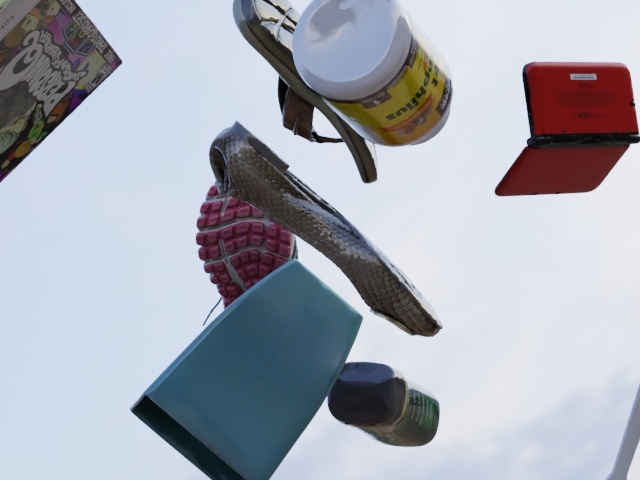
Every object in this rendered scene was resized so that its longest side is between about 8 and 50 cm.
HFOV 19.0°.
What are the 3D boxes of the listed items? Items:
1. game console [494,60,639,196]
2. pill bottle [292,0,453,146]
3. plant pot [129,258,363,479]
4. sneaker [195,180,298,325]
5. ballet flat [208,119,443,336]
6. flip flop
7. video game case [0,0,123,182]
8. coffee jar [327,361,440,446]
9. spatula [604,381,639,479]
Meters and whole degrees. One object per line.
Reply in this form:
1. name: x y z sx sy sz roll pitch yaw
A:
1. game console: 0.245 -0.114 1.944 0.144 0.124 0.085 -4 -7 -36
2. pill bottle: 0.060 -0.163 1.870 0.117 0.117 0.215 -37 -23 7
3. plant pot: -0.072 0.145 2.147 0.234 0.166 0.165 -51 2 -16
4. sneaker: -0.080 0.036 2.323 0.112 0.121 0.299 -60 -28 -63
5. ballet flat: 0.000 0.000 1.600 0.058 0.250 0.084 -47 -4 1
6. flip flop: -0.021 -0.160 2.025 0.080 0.112 0.277 -27 -47 21
7. video game case: -0.282 -0.130 1.623 0.210 0.042 0.232 -44 -17 -4
8. coffee jar: 0.076 0.199 2.326 0.096 0.079 0.184 2 -14 20
9. spatula: 0.316 0.188 1.624 0.019 0.168 0.242 -81 4 -65
